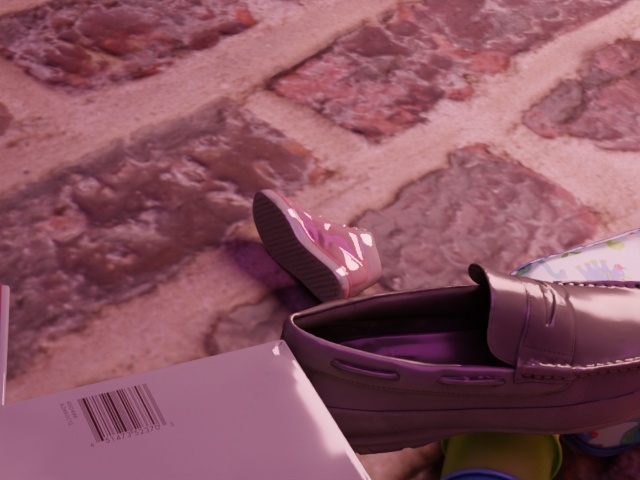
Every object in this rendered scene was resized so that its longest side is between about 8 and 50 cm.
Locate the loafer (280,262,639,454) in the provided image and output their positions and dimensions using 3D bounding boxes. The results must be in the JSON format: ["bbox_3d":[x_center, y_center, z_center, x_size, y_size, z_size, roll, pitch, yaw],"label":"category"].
[{"bbox_3d":[0.129,0.071,0.839,0.320,0.111,0.112,-11,38,-5],"label":"loafer"}]

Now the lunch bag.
[{"bbox_3d":[0.264,0.084,1.026,0.219,0.090,0.176,-15,47,-31],"label":"lunch bag"}]

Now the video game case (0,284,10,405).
[{"bbox_3d":[-0.369,0.102,0.854,0.285,0.025,0.204,3,41,-15],"label":"video game case"}]

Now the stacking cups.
[{"bbox_3d":[0.115,0.212,0.830,0.096,0.096,0.316,17,41,3],"label":"stacking cups"}]

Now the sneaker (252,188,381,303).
[{"bbox_3d":[0.000,0.000,1.073,0.070,0.051,0.134,-20,54,-37],"label":"sneaker"}]

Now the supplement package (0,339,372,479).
[{"bbox_3d":[-0.106,0.202,0.727,0.262,0.145,0.204,-10,47,-29],"label":"supplement package"}]
